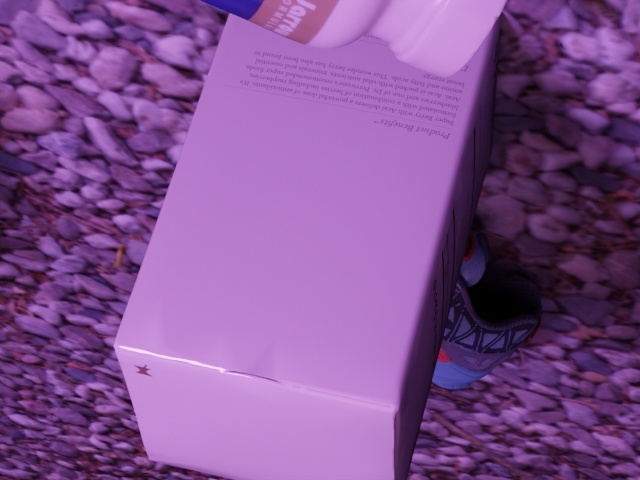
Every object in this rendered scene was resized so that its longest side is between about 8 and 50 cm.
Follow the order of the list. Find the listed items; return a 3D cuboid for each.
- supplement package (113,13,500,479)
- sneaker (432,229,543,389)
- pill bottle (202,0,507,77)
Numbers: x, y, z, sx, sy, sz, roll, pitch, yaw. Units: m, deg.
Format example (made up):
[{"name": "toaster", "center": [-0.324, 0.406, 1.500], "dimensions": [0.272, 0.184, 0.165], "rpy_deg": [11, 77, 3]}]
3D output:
[{"name": "supplement package", "center": [0.000, 0.000, 1.188], "dimensions": [0.177, 0.293, 0.175], "rpy_deg": [12, 151, 9]}, {"name": "sneaker", "center": [0.069, 0.012, 1.412], "dimensions": [0.262, 0.104, 0.125], "rpy_deg": [32, 131, -34]}, {"name": "pill bottle", "center": [-0.024, -0.196, 0.999], "dimensions": [0.264, 0.153, 0.153], "rpy_deg": [22, 151, -10]}]
